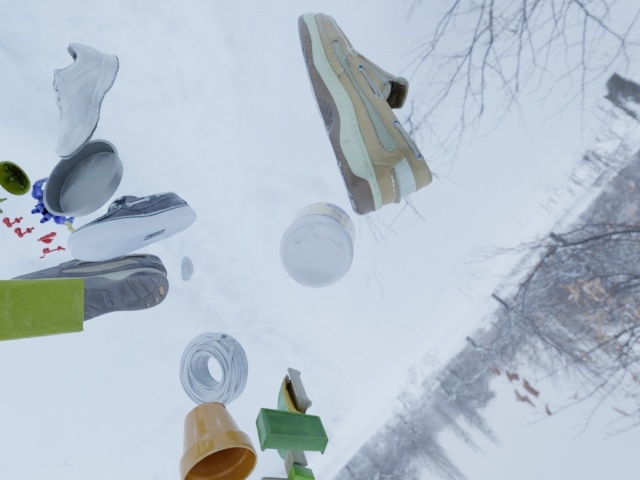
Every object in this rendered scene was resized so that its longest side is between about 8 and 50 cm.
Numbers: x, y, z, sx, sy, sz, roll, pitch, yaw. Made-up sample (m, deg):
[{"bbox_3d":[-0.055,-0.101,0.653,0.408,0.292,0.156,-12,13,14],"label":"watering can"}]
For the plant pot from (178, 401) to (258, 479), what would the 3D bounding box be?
[{"bbox_3d":[-0.301,0.567,1.298,0.205,0.188,0.205,-14,127,-20],"label":"plant pot"}]

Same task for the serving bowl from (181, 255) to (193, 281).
[{"bbox_3d":[-0.436,0.093,1.529,0.027,0.083,0.083,1,144,-3],"label":"serving bowl"}]

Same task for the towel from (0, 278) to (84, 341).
[{"bbox_3d":[-0.509,0.115,0.768,0.237,0.021,0.102,5,85,-55],"label":"towel"}]

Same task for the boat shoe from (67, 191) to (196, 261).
[{"bbox_3d":[-0.402,-0.046,0.982,0.108,0.102,0.301,-48,168,36],"label":"boat shoe"}]

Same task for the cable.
[{"bbox_3d":[-0.368,0.442,1.594,0.089,0.257,0.257,-2,87,-64],"label":"cable"}]

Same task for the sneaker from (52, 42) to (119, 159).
[{"bbox_3d":[-0.607,-0.346,1.151,0.129,0.111,0.297,21,78,-35],"label":"sneaker"}]

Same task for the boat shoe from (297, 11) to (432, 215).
[{"bbox_3d":[0.034,-0.110,0.363,0.072,0.190,0.068,-18,158,4],"label":"boat shoe"}]

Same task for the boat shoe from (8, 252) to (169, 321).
[{"bbox_3d":[-0.537,0.102,1.083,0.355,0.130,0.132,-3,125,-14],"label":"boat shoe"}]

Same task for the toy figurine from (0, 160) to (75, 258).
[{"bbox_3d":[-1.046,-0.141,1.729,0.191,0.217,0.363,-30,115,8],"label":"toy figurine"}]

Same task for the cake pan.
[{"bbox_3d":[-0.766,-0.198,1.512,0.293,0.293,0.054,-45,147,-6],"label":"cake pan"}]

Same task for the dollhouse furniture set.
[{"bbox_3d":[-0.114,0.472,1.163,0.151,0.301,0.198,13,104,-20],"label":"dollhouse furniture set"}]

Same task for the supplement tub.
[{"bbox_3d":[0.000,0.000,1.602,0.241,0.241,0.331,-55,-176,17],"label":"supplement tub"}]
